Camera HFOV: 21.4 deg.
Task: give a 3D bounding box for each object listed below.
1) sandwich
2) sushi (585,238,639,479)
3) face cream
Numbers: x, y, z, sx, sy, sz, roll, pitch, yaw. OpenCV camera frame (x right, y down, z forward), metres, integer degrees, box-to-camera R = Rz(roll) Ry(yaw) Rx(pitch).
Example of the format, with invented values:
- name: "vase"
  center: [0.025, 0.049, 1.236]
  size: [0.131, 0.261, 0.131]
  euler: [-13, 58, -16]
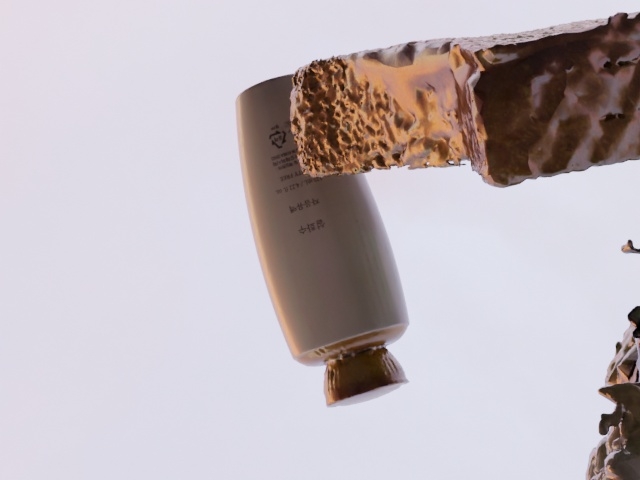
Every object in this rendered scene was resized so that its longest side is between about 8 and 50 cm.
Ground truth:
- name: "sandwich"
  center: [0.103, -0.071, 0.812]
  size: [0.215, 0.186, 0.065]
  euler: [5, -76, 63]
- name: "sushi"
  center: [0.183, 0.091, 0.818]
  size: [0.131, 0.139, 0.291]
  euler: [21, -126, -3]
- name: "face cream"
  center: [0.000, 0.000, 0.925]
  size: [0.072, 0.051, 0.182]
  euler: [-19, -100, 7]
